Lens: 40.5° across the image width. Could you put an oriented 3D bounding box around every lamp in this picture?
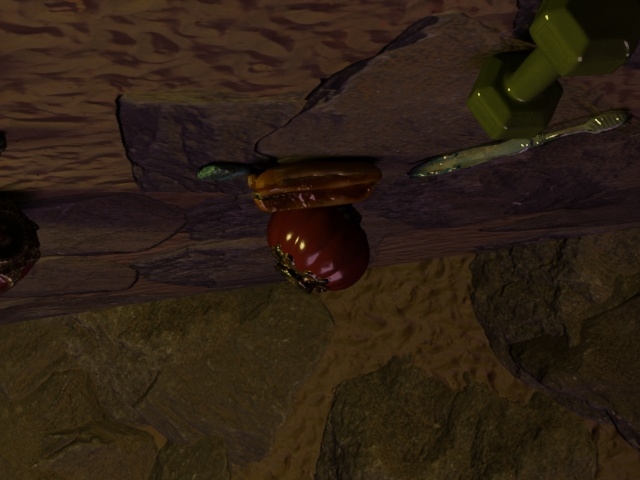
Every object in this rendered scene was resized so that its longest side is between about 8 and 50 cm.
[{"bbox_3d":[0.000,0.000,1.783,0.226,0.227,0.227,-6,170,-1],"label":"lamp"},{"bbox_3d":[-0.615,0.021,1.578,0.177,0.177,0.274,2,165,-37],"label":"lamp"}]

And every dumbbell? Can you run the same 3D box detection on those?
[{"bbox_3d":[0.272,-0.213,1.042,0.108,0.121,0.302,-33,174,-14],"label":"dumbbell"}]

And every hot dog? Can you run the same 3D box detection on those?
[{"bbox_3d":[-0.007,-0.106,1.556,0.249,0.068,0.100,-7,148,-24],"label":"hot dog"}]

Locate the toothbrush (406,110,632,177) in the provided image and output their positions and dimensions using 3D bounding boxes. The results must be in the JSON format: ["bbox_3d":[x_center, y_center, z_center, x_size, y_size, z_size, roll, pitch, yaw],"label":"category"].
[{"bbox_3d":[0.338,-0.164,1.536,0.413,0.035,0.042,-12,171,29],"label":"toothbrush"}]

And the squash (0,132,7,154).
[{"bbox_3d":[-0.599,-0.105,1.213,0.318,0.071,0.080,-10,-150,5],"label":"squash"}]

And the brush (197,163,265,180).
[{"bbox_3d":[-0.126,-0.116,1.558,0.196,0.021,0.070,3,168,-42],"label":"brush"}]
